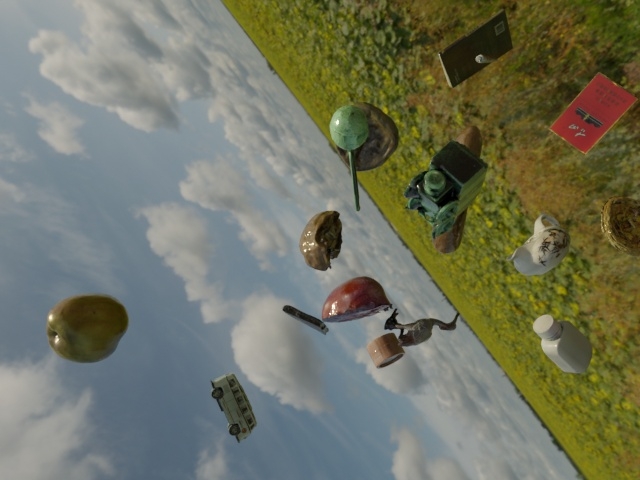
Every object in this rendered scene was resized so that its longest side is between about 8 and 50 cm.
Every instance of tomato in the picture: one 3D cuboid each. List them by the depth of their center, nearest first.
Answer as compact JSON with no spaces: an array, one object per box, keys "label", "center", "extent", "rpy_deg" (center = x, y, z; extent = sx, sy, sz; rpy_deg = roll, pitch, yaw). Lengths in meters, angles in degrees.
[{"label":"tomato","center":[0.141,0.256,2.039],"extent":[0.335,0.289,0.176],"rpy_deg":[133,128,-65]}]

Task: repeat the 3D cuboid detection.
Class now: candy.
[{"label":"candy","center":[0.103,-0.237,1.463],"extent":[0.119,0.119,0.440],"rpy_deg":[58,167,35]}]

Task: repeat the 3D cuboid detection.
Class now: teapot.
[{"label":"teapot","center":[0.784,0.017,1.636],"extent":[0.165,0.300,0.208],"rpy_deg":[31,144,12]}]

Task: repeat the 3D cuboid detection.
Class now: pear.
[{"label":"pear","center":[-0.613,0.228,1.208],"extent":[0.200,0.200,0.200],"rpy_deg":[51,-172,-10]}]

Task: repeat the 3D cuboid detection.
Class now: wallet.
[{"label":"wallet","center":[-0.051,0.309,1.789],"extent":[0.165,0.042,0.309],"rpy_deg":[22,167,12]}]

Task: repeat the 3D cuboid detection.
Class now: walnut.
[{"label":"walnut","center":[-0.001,-0.010,1.660],"extent":[0.238,0.141,0.204],"rpy_deg":[-45,-41,-70]}]

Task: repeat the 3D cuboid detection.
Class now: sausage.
[{"label":"sausage","center":[0.521,-0.188,1.755],"extent":[0.136,0.501,0.123],"rpy_deg":[-3,-163,-41]}]

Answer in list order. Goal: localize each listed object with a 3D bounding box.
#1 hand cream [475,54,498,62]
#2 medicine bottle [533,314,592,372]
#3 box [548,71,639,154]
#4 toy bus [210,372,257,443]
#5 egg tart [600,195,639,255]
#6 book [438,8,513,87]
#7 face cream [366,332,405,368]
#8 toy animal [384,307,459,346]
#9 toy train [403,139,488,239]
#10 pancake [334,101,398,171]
[{"label":"hand cream","center":[0.478,-0.522,1.314],"extent":[0.102,0.022,0.035],"rpy_deg":[-20,-121,-38]},{"label":"medicine bottle","center":[0.704,0.296,1.334],"extent":[0.183,0.119,0.069],"rpy_deg":[41,156,-15]},{"label":"box","center":[0.531,-0.247,0.896],"extent":[0.090,0.133,0.023],"rpy_deg":[43,-154,13]},{"label":"toy bus","center":[-0.249,0.478,1.322],"extent":[0.194,0.089,0.087],"rpy_deg":[63,161,6]},{"label":"egg tart","center":[0.614,-0.029,0.927],"extent":[0.129,0.128,0.049],"rpy_deg":[53,163,9]},{"label":"book","center":[0.501,-0.612,1.477],"extent":[0.160,0.228,0.024],"rpy_deg":[41,-159,-52]},{"label":"face cream","center":[0.296,0.499,2.077],"extent":[0.104,0.149,0.149],"rpy_deg":[62,-168,28]},{"label":"toy animal","center":[0.427,0.364,1.908],"extent":[0.195,0.323,0.091],"rpy_deg":[-80,-14,-51]},{"label":"toy train","center":[0.380,-0.148,1.379],"extent":[0.167,0.238,0.299],"rpy_deg":[47,178,20]},{"label":"pancake","center":[0.187,-0.437,1.939],"extent":[0.294,0.294,0.049],"rpy_deg":[51,-156,-11]}]
